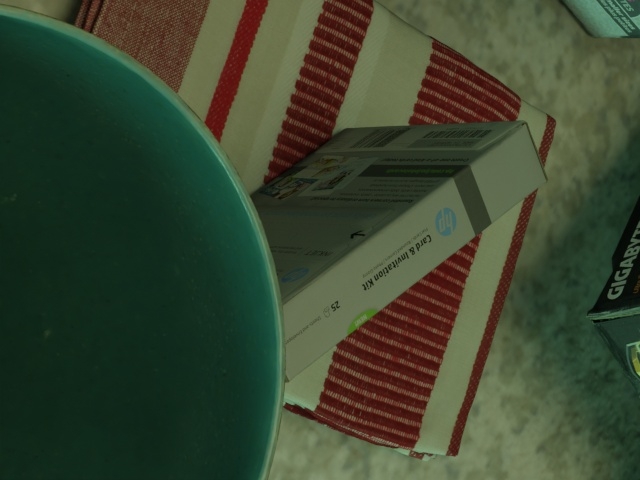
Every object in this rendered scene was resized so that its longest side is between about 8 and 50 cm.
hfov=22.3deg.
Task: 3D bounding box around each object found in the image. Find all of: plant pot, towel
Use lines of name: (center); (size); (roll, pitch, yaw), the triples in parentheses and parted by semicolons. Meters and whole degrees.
plant pot: (-0.187, 0.049, 0.680); (0.290, 0.195, 0.290); (-3, 96, -34)
towel: (-0.012, -0.029, 0.911); (0.329, 0.037, 0.237); (26, 77, -36)

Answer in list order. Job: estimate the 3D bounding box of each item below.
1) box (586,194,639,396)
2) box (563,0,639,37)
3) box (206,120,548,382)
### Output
box: (0.313, 0.054, 1.074); (0.295, 0.073, 0.293); (53, 47, -22)
box: (0.181, -0.245, 0.960); (0.247, 0.163, 0.142); (44, 70, -31)
box: (0.000, 0.000, 0.807); (0.186, 0.145, 0.038); (-35, 112, -32)
